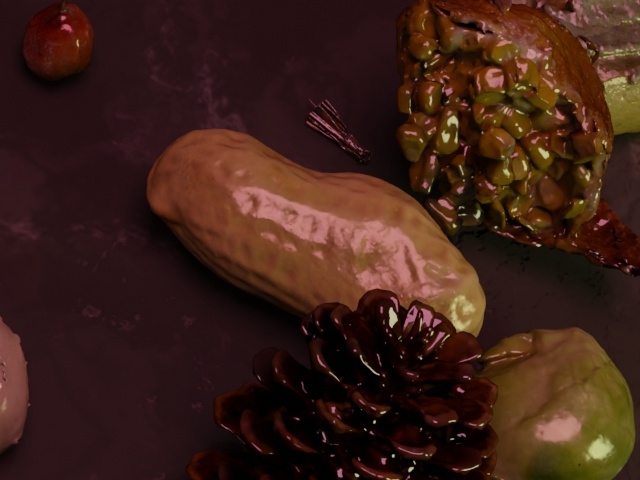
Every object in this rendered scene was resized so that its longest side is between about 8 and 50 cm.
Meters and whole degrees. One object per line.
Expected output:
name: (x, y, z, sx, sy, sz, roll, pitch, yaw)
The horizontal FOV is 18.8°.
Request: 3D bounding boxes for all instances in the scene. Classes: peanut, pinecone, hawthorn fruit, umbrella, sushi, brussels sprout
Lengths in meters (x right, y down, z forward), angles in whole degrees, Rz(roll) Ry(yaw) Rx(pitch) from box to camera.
peanut: (0.000, 0.000, 1.684, 0.319, 0.147, 0.147, 28, 58, 6)
pinecone: (0.027, 0.159, 1.516, 0.246, 0.292, 0.246, 13, 40, -11)
hawthorn fruit: (-0.235, -0.193, 1.734, 0.067, 0.103, 0.066, 3, 43, -3)
umbrella: (0.016, -0.103, 1.807, 0.031, 0.020, 0.083, -39, 83, -29)
sushi: (0.175, -0.094, 1.731, 0.167, 0.296, 0.179, -15, 26, 20)
brussels sprout: (0.195, 0.162, 1.654, 0.183, 0.131, 0.145, -25, 50, -28)

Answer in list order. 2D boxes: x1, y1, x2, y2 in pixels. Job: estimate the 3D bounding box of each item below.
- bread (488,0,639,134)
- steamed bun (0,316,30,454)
bread: (0.271, -0.195, 1.870, 0.257, 0.124, 0.186, -18, 69, -22)
steamed bun: (-0.292, 0.113, 1.555, 0.112, 0.091, 0.130, -6, 64, -17)
